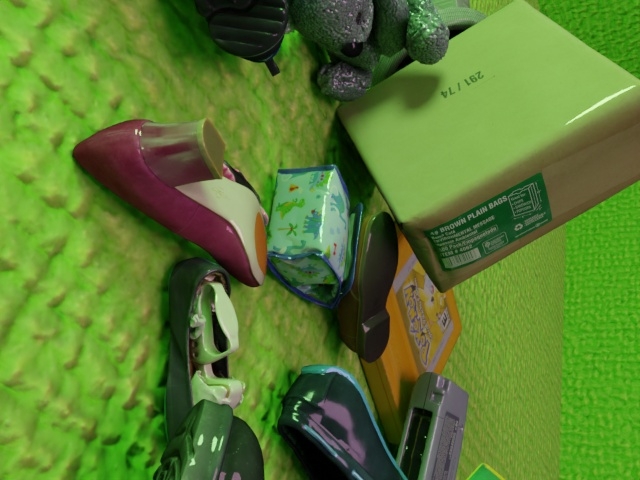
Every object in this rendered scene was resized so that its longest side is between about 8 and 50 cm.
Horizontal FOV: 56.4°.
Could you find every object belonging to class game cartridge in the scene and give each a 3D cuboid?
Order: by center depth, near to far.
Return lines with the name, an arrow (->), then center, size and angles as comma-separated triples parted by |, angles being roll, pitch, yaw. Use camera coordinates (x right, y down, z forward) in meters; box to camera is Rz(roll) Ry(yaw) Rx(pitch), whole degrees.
game cartridge -> 0.167, 0.370, 0.940 | 0.198, 0.062, 0.297 | 46, 57, -60
game cartridge -> 0.154, 0.128, 1.016 | 0.324, 0.052, 0.285 | -48, 125, -52

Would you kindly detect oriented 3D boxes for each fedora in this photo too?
fedora -> 0.191, -0.304, 1.034 | 0.275, 0.243, 0.124 | 24, 35, -46

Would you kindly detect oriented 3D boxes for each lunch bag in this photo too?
lunch bag -> 0.000, 0.000, 0.744 | 0.151, 0.096, 0.129 | 61, 33, -56

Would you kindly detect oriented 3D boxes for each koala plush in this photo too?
koala plush -> 0.025, -0.300, 0.756 | 0.221, 0.196, 0.203 | -20, 91, -58

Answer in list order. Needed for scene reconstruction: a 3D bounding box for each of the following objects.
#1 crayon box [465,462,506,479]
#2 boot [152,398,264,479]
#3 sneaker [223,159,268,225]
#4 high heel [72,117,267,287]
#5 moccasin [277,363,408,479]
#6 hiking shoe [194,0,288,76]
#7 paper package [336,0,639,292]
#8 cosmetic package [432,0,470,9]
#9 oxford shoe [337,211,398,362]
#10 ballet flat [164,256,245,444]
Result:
crayon box -> 0.142, 0.486, 0.701 | 0.363, 0.106, 0.313 | -42, 130, -13
boot -> 0.047, 0.365, 0.480 | 0.445, 0.146, 0.367 | 20, 71, -15
sneaker -> -0.099, -0.061, 0.638 | 0.119, 0.047, 0.057 | 53, 22, -43
high heel -> -0.127, -0.021, 0.572 | 0.244, 0.117, 0.082 | 68, 19, -60
moccasin -> 0.033, 0.317, 0.731 | 0.117, 0.137, 0.342 | -42, 107, -49
hiking shoe -> -0.114, -0.326, 0.620 | 0.132, 0.113, 0.304 | -91, 166, -87
paper package -> 0.227, -0.142, 0.832 | 0.168, 0.324, 0.310 | 54, 10, -41
cosmetic package -> 0.261, -0.404, 1.238 | 0.127, 0.107, 0.238 | -22, 101, -61
oxford shoe -> 0.053, 0.058, 0.797 | 0.076, 0.076, 0.212 | -15, 120, -43
ballet flat -> -0.107, 0.116, 0.558 | 0.074, 0.074, 0.203 | 6, 80, -59
